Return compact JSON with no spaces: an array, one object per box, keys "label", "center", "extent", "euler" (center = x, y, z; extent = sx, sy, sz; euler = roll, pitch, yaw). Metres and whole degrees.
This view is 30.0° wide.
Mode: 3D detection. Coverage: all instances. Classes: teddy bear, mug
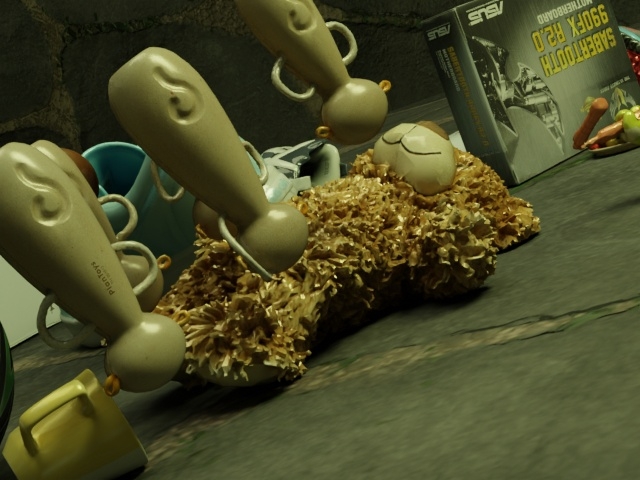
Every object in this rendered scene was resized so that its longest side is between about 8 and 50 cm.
[{"label":"teddy bear","center":[0.004,0.005,0.837],"extent":[0.338,0.113,0.245],"euler":[-24,11,-20]},{"label":"mug","center":[-0.141,0.107,0.654],"extent":[0.064,0.078,0.062],"euler":[-32,28,-17]}]

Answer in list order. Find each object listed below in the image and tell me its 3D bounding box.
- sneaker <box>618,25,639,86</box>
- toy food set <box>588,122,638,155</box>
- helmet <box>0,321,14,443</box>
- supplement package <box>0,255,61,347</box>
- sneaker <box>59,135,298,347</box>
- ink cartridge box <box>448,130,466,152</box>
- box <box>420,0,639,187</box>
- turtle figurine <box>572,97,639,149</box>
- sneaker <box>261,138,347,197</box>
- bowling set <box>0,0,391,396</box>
[{"label":"sneaker","center":[0.383,-0.225,1.456],"extent":[0.125,0.104,0.262],"euler":[-19,8,-4]},{"label":"toy food set","center":[0.295,-0.103,1.140],"extent":[0.083,0.020,0.082],"euler":[-25,8,-28]},{"label":"helmet","center":[-0.272,0.093,0.755],"extent":[0.169,0.169,0.161],"euler":[-24,2,-21]},{"label":"supplement package","center":[-0.456,0.056,1.353],"extent":[0.145,0.204,0.262],"euler":[-16,8,27]},{"label":"sneaker","center":[-0.167,-0.021,1.087],"extent":[0.366,0.150,0.135],"euler":[-32,15,47]},{"label":"ink cartridge box","center":[0.160,-0.099,1.400],"extent":[0.179,0.045,0.145],"euler":[-24,7,-38]},{"label":"box","center":[0.224,-0.174,1.222],"extent":[0.231,0.183,0.056],"euler":[-26,8,-36]},{"label":"turtle figurine","center":[0.320,-0.097,0.792],"extent":[0.217,0.087,0.269],"euler":[-17,-5,-35]},{"label":"sneaker","center":[-0.020,-0.092,1.677],"extent":[0.153,0.094,0.235],"euler":[-8,4,23]},{"label":"bowling set","center":[-0.096,-0.027,0.758],"extent":[0.287,0.154,0.200],"euler":[-42,8,-30]}]
